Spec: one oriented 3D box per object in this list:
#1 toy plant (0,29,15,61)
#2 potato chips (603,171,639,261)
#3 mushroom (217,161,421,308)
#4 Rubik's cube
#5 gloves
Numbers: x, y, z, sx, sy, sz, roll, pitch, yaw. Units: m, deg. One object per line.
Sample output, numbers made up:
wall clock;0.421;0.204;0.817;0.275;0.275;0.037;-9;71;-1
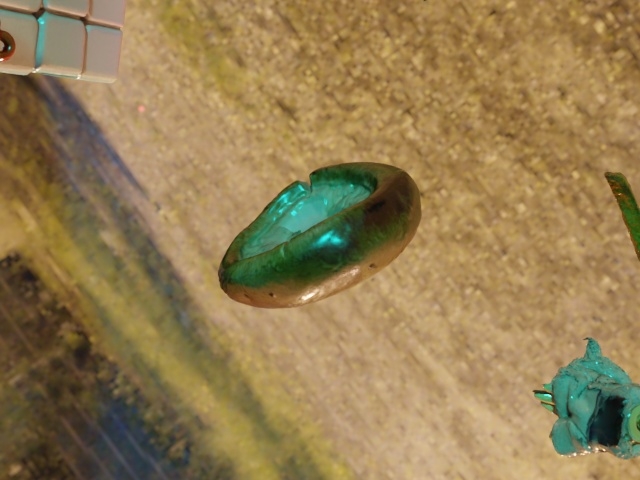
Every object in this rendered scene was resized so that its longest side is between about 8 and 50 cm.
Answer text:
toy plant;-0.420;-0.256;1.188;0.088;0.155;0.240;5;125;64
potato chips;0.339;0.014;1.256;0.204;0.026;0.037;62;-168;-15
mushroom;0.000;0.000;0.672;0.052;0.123;0.123;60;162;-16
Rubik's cube;-0.474;-0.398;1.688;0.322;0.318;0.316;11;-173;20
gloves;0.294;0.176;1.266;0.144;0.094;0.110;-129;46;-58
